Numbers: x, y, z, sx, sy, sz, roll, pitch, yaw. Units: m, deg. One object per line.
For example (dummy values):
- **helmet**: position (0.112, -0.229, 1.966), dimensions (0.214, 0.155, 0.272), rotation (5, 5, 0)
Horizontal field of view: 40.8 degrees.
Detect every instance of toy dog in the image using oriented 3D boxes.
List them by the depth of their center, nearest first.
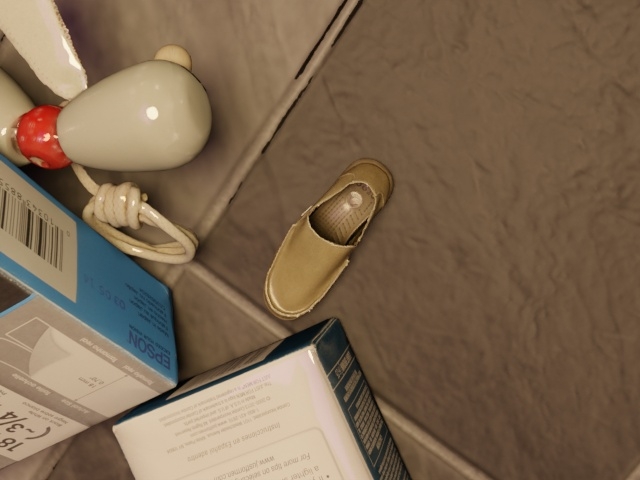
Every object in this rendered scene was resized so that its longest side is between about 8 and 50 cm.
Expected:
- **toy dog**: position (-0.227, -0.119, 0.647), dimensions (0.333, 0.220, 0.161), rotation (12, 64, 4)

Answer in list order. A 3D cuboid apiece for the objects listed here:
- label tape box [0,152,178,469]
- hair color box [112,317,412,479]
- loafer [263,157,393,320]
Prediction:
- **label tape box**: position (-0.311, 0.086, 0.639), dimensions (0.333, 0.240, 0.106), rotation (-26, 48, 15)
- **hair color box**: position (-0.001, 0.255, 0.668), dimensions (0.173, 0.105, 0.347), rotation (-23, 91, 14)
- **loafer**: position (0.000, 0.000, 0.665), dimensions (0.056, 0.050, 0.148), rotation (34, 102, 6)
